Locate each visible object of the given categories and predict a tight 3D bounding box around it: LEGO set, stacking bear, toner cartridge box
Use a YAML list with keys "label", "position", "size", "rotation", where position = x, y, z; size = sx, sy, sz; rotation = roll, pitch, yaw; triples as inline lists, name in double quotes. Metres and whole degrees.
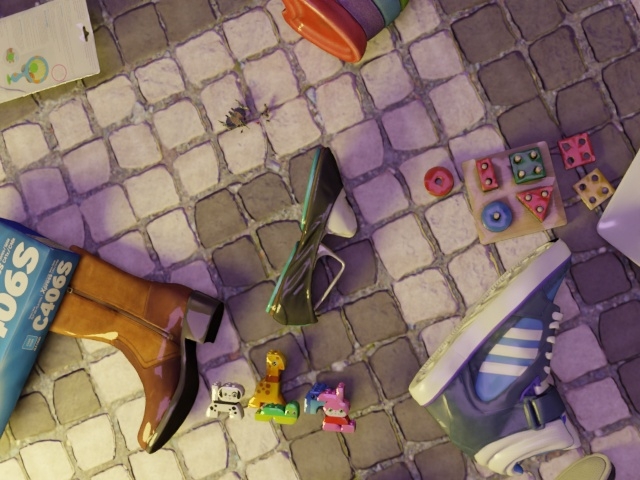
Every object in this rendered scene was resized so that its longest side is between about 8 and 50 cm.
- label: "LEGO set"
  position: [-0.122, -0.196, 1.592]
  size: [0.083, 0.023, 0.054]
  rotation: [8, 89, -3]
- label: "LEGO set"
  position: [-0.053, 0.221, 1.510]
  size: [0.227, 0.087, 0.093]
  rotation: [4, 101, 10]
- label: "stacking bear"
  position: [0.084, -0.429, 1.510]
  size: [0.164, 0.175, 0.289]
  rotation: [37, 85, 12]
- label: "toner cartridge box"
  position: [-0.527, 0.147, 1.582]
  size: [0.165, 0.075, 0.348]
  rotation: [23, 90, 30]

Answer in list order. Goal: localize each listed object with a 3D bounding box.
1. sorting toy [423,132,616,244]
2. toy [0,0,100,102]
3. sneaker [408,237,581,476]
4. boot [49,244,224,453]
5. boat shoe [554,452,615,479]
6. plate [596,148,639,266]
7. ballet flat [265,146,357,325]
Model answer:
- label: "sorting toy"
  position: [0.299, -0.075, 1.496]
  size: [0.274, 0.046, 0.132]
  rotation: [-14, 84, 8]
- label: "toy"
  position: [-0.470, -0.307, 1.641]
  size: [0.237, 0.056, 0.137]
  rotation: [-13, 87, 13]
- label: "sneaker"
  position: [0.311, 0.185, 1.444]
  size: [0.236, 0.130, 0.323]
  rotation: [43, 89, 0]
- label: "boot"
  position: [-0.322, 0.168, 1.558]
  size: [0.280, 0.096, 0.264]
  rotation: [17, 89, 11]
- label: "boat shoe"
  position: [0.358, 0.416, 1.444]
  size: [0.079, 0.084, 0.233]
  rotation: [35, 84, -27]
- label: "plate"
  position: [0.535, -0.058, 1.352]
  size: [0.277, 0.045, 0.278]
  rotation: [51, 125, 48]
- label: "ballet flat"
  position: [0.000, 0.000, 1.525]
  size: [0.096, 0.095, 0.280]
  rotation: [17, 99, 1]
